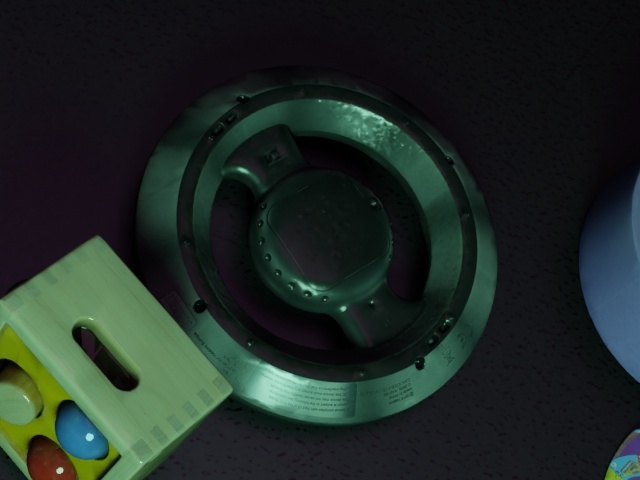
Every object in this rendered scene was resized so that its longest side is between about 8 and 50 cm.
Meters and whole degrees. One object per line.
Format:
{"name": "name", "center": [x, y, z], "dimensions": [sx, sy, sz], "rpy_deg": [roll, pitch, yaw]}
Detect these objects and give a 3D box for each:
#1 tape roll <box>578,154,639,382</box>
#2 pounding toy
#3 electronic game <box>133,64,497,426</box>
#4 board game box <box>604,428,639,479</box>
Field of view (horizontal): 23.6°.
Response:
{"name": "tape roll", "center": [0.269, 0.015, 0.990], "dimensions": [0.189, 0.080, 0.189], "rpy_deg": [6, 68, -16]}
{"name": "pounding toy", "center": [-0.148, 0.078, 0.814], "dimensions": [0.141, 0.130, 0.100], "rpy_deg": [48, 51, 5]}
{"name": "electronic game", "center": [0.000, 0.000, 0.927], "dimensions": [0.229, 0.048, 0.229], "rpy_deg": [6, 69, -16]}
{"name": "board game box", "center": [0.254, 0.158, 0.917], "dimensions": [0.168, 0.033, 0.133], "rpy_deg": [-8, 56, 0]}
